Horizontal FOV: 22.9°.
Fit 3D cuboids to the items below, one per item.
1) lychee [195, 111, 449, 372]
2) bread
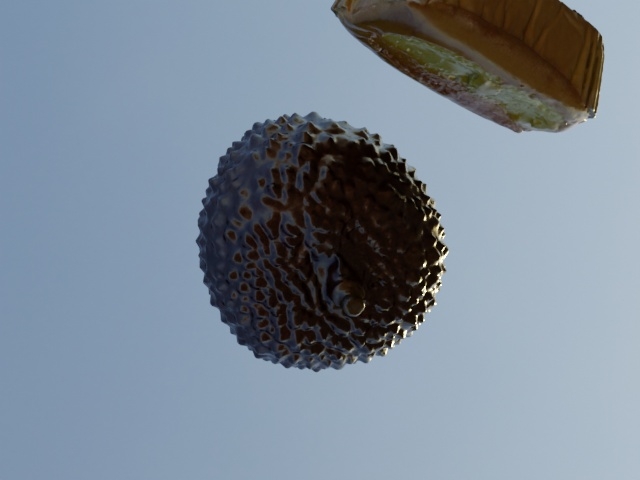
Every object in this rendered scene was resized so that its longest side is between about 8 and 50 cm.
[{"bbox_3d":[0.000,0.000,1.690,0.276,0.276,0.304,47,-176,-29],"label":"lychee"},{"bbox_3d":[0.162,-0.210,1.627,0.288,0.152,0.119,28,-105,-31],"label":"bread"}]
